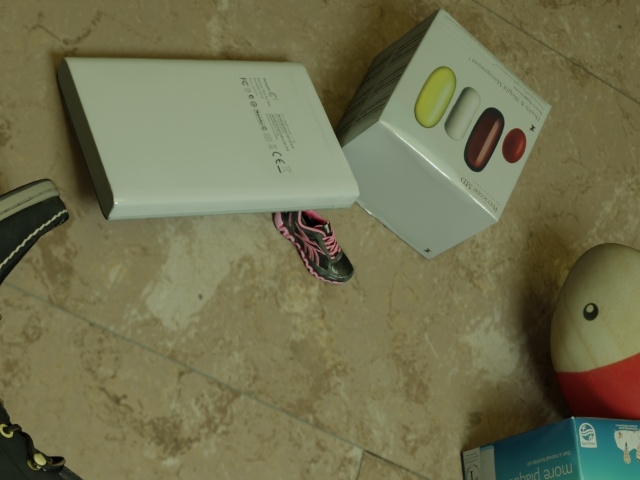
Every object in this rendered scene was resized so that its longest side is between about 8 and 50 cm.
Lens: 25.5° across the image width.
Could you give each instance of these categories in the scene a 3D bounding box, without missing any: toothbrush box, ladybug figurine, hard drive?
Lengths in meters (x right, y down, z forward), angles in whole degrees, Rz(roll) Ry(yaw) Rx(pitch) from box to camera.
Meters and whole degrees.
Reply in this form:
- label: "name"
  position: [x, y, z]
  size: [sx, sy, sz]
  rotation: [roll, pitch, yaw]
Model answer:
- label: "toothbrush box"
  position: [0.279, 0.363, 1.580]
  size: [0.126, 0.216, 0.296]
  rotation: [5, 70, -29]
- label: "ladybug figurine"
  position: [0.424, 0.215, 1.693]
  size: [0.162, 0.305, 0.449]
  rotation: [-37, 95, -15]
- label: "hard drive"
  position: [-0.123, -0.119, 1.590]
  size: [0.307, 0.040, 0.203]
  rotation: [-4, 57, -33]

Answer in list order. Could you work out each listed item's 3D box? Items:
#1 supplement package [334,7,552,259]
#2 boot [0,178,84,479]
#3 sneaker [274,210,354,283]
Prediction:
- label: "supplement package"
  position: [0.139, -0.128, 1.721]
  size: [0.194, 0.149, 0.203]
  rotation: [38, 55, -14]
- label: "boot"
  position: [-0.323, 0.144, 1.335]
  size: [0.284, 0.138, 0.377]
  rotation: [50, 58, -5]
- label: "sneaker"
  position: [0.000, 0.000, 1.642]
  size: [0.119, 0.057, 0.047]
  rotation: [47, 52, -9]
